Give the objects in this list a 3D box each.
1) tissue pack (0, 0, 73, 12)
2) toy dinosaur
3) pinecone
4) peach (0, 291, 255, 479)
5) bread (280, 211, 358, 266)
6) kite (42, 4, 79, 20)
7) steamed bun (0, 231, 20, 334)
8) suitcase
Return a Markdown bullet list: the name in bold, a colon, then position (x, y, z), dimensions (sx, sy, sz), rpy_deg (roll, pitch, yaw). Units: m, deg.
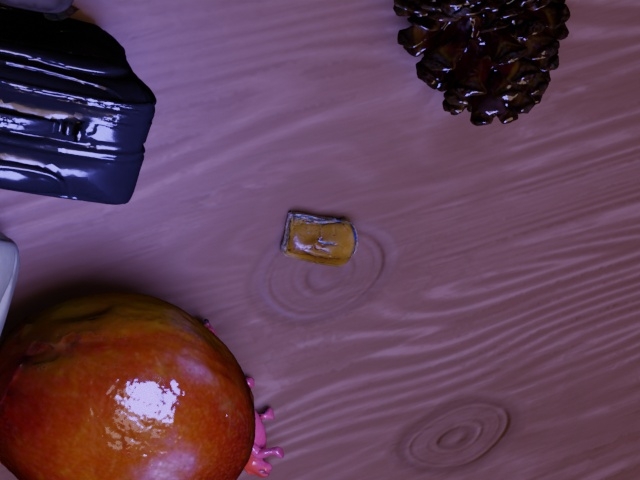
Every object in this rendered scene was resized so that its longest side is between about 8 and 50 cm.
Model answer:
- **tissue pack**: position (-0.433, -0.431, 1.571), dimensions (0.387, 0.267, 0.277), rpy_deg (12, 102, -22)
- **toy dinosaur**: position (-0.159, 0.247, 2.049), dimensions (0.139, 0.070, 0.286), rpy_deg (-22, 115, 12)
- **pinecone**: position (0.222, -0.288, 1.910), dimensions (0.246, 0.246, 0.292), rpy_deg (-24, 135, -11)
- **peach**: position (-0.266, 0.220, 1.851), dimensions (0.372, 0.372, 0.290), rpy_deg (27, 68, -27)
- **bread**: position (0.000, 0.000, 2.012), dimensions (0.106, 0.053, 0.072), rpy_deg (10, 101, -18)
- **kite**: position (-0.362, -0.297, 1.724), dimensions (0.152, 0.137, 0.005), rpy_deg (6, 116, -43)
- **steamed bun**: position (-0.495, 0.077, 1.759), dimensions (0.272, 0.273, 0.290), rpy_deg (11, 100, -42)
- **suitcase**: position (-0.385, -0.168, 1.647), dimensions (0.345, 0.339, 0.188), rpy_deg (11, 108, -24)
